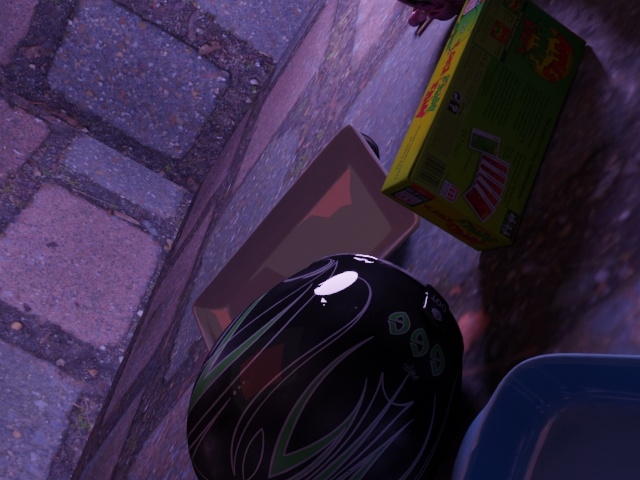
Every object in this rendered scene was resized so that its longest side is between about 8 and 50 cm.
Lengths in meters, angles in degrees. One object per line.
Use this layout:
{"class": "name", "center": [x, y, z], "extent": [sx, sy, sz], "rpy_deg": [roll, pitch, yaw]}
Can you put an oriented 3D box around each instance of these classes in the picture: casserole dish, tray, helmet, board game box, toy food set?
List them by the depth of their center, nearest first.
{"class": "casserole dish", "center": [0.119, 0.105, 0.275], "extent": [0.114, 0.037, 0.188], "rpy_deg": [-65, 15, -16]}
{"class": "helmet", "center": [0.000, 0.104, 0.426], "extent": [0.161, 0.169, 0.169], "rpy_deg": [-50, 7, -35]}
{"class": "board game box", "center": [0.124, -0.094, 0.512], "extent": [0.181, 0.092, 0.043], "rpy_deg": [-65, 16, -16]}
{"class": "tray", "center": [-0.021, 0.030, 0.662], "extent": [0.270, 0.030, 0.145], "rpy_deg": [-48, 48, 22]}
{"class": "toy food set", "center": [0.157, -0.358, 1.027], "extent": [0.078, 0.019, 0.122], "rpy_deg": [-49, 19, 37]}

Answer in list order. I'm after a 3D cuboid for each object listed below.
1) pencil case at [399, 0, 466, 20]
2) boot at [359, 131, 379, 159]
{"class": "pencil case", "center": [0.176, -0.463, 0.812], "extent": [0.386, 0.160, 0.167], "rpy_deg": [-64, 29, 14]}
{"class": "boot", "center": [-0.001, -0.002, 0.768], "extent": [0.236, 0.085, 0.178], "rpy_deg": [-56, 18, 14]}
